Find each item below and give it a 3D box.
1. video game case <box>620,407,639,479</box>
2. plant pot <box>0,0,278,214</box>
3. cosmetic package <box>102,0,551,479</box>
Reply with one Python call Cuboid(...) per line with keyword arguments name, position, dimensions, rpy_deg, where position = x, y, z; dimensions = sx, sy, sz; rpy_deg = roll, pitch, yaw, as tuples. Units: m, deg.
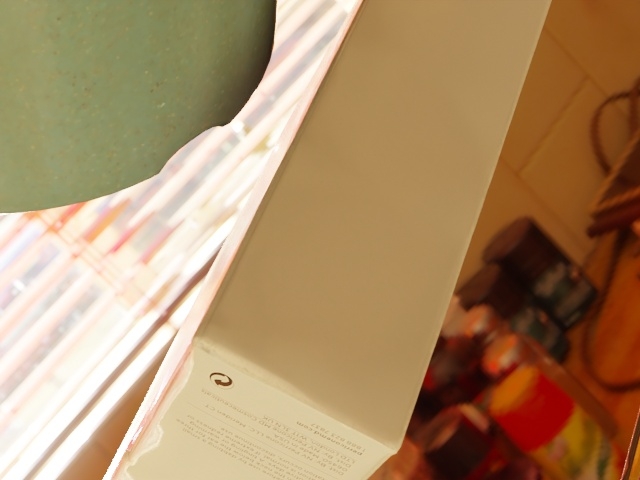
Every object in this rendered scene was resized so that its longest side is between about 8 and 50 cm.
Cuboid(name="video game case", position=(0.282, 0.083, 0.711), dimensions=(0.248, 0.035, 0.274), rpy_deg=(-26, 36, 56))
Cuboid(name="plant pot", position=(-0.150, -0.210, 0.505), dimensions=(0.341, 0.341, 0.334), rpy_deg=(-53, -23, -35))
Cuboid(name="cosmetic package", position=(0.000, 0.000, 0.678), dimensions=(0.284, 0.097, 0.377), rpy_deg=(-53, 10, 50))
